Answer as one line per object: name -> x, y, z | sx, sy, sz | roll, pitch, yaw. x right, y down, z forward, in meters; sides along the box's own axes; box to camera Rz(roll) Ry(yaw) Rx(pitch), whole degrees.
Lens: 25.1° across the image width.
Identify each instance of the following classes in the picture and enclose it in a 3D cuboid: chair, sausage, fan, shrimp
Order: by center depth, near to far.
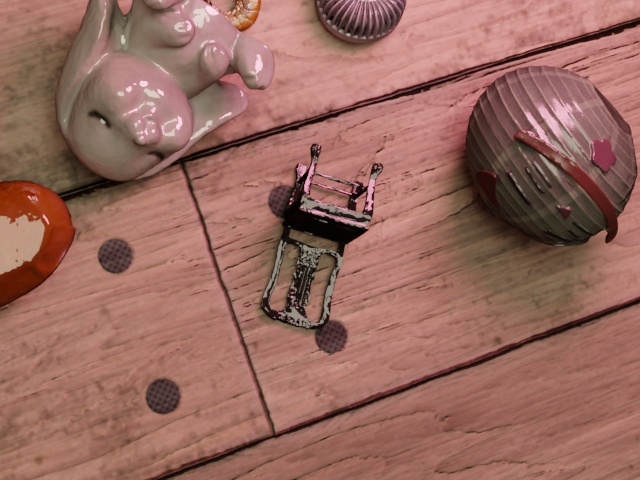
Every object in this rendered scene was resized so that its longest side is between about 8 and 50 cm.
sausage -> -0.439, 0.017, 1.827 | 0.268, 0.141, 0.153 | -26, 90, -18
chair -> 0.000, 0.000, 1.971 | 0.106, 0.113, 0.229 | 16, 75, -11
shrimp -> -0.117, -0.358, 2.030 | 0.091, 0.025, 0.127 | 27, 79, -9
fan -> 0.086, -0.396, 2.072 | 0.130, 0.074, 0.244 | 30, 70, 2

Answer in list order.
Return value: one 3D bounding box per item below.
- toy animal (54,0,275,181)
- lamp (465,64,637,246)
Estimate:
toy animal -> -0.226, -0.200, 1.904 | 0.271, 0.206, 0.265 | 33, 87, -29
lamp -> 0.320, -0.114, 2.018 | 0.265, 0.233, 0.233 | 42, 74, -18
